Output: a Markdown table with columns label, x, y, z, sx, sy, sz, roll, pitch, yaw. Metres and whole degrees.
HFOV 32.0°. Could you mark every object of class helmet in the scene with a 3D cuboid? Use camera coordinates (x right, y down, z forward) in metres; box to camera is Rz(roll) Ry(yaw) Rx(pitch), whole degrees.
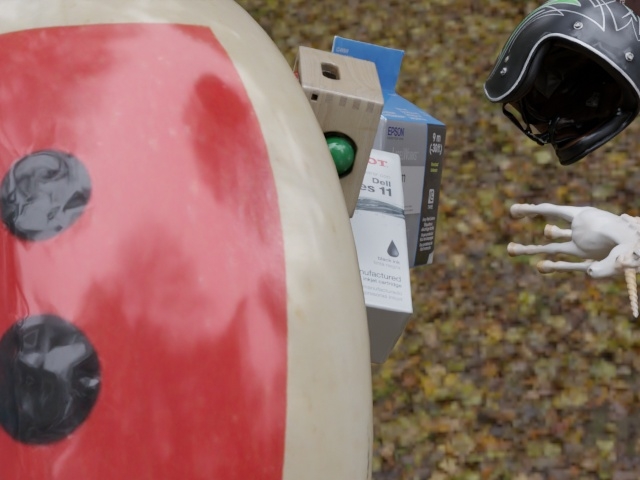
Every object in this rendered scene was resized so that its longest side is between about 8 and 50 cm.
| label | x | y | z | sx | sy | sz | roll | pitch | yaw |
| --- | --- | --- | --- | --- | --- | --- | --- | --- | --- |
| helmet | 0.269 | -0.179 | 1.169 | 0.161 | 0.169 | 0.169 | -45 | 22 | 20 |

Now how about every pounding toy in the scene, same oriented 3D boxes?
| label | x | y | z | sx | sy | sz | roll | pitch | yaw |
| --- | --- | --- | --- | --- | --- | --- | --- | --- | --- |
| pounding toy | -0.007 | -0.101 | 0.961 | 0.100 | 0.130 | 0.141 | 11 | 26 | -8 |

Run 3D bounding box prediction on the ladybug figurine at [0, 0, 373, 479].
| label | x | y | z | sx | sy | sz | roll | pitch | yaw |
| --- | --- | --- | --- | --- | --- | --- | --- | --- | --- |
| ladybug figurine | -0.126 | 0.054 | 0.555 | 0.305 | 0.449 | 0.162 | -29 | -26 | 35 |

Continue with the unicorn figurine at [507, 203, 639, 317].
| label | x | y | z | sx | sy | sz | roll | pitch | yaw |
| --- | --- | --- | --- | --- | --- | --- | --- | --- | --- |
| unicorn figurine | 0.183 | 0.003 | 0.741 | 0.111 | 0.060 | 0.162 | 3 | 9 | 35 |

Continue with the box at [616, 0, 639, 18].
| label | x | y | z | sx | sy | sz | roll | pitch | yaw |
| --- | --- | --- | --- | --- | --- | --- | --- | --- | --- |
| box | 0.431 | -0.282 | 1.442 | 0.203 | 0.168 | 0.167 | 15 | 16 | 37 |

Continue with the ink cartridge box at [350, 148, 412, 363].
| label | x | y | z | sx | sy | sz | roll | pitch | yaw |
| --- | --- | --- | --- | --- | --- | --- | --- | --- | --- |
| ink cartridge box | 0.000 | 0.000 | 1.066 | 0.153 | 0.087 | 0.208 | 11 | 46 | -13 |

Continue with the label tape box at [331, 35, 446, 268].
| label | x | y | z | sx | sy | sz | roll | pitch | yaw |
| --- | --- | --- | --- | --- | --- | --- | --- | --- | --- |
| label tape box | 0.100 | -0.128 | 1.734 | 0.115 | 0.347 | 0.249 | 11 | 8 | 26 |
